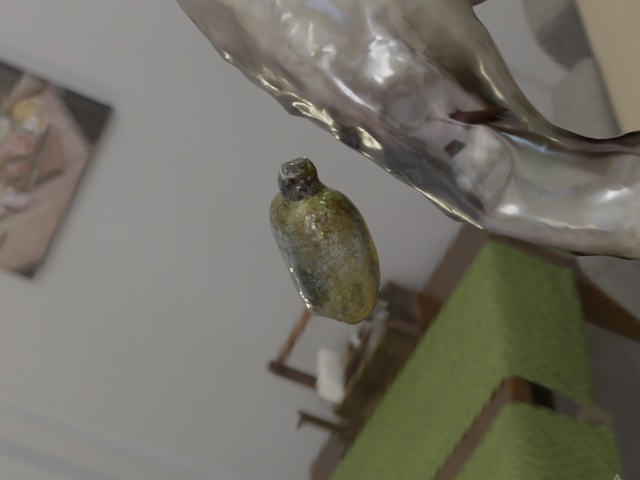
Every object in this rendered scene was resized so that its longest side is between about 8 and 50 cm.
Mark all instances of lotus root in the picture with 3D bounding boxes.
[{"bbox_3d":[0.000,0.000,1.387,0.088,0.192,0.113,-37,38,-20],"label":"lotus root"}]

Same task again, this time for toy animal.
[{"bbox_3d":[0.048,-0.178,0.571,0.344,0.302,0.194,-51,-33,-47],"label":"toy animal"}]

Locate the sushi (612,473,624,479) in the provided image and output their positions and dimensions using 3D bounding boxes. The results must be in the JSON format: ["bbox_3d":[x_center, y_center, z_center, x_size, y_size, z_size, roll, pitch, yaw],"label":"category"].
[{"bbox_3d":[0.264,0.343,1.391,0.184,0.139,0.274,-20,43,12],"label":"sushi"}]
